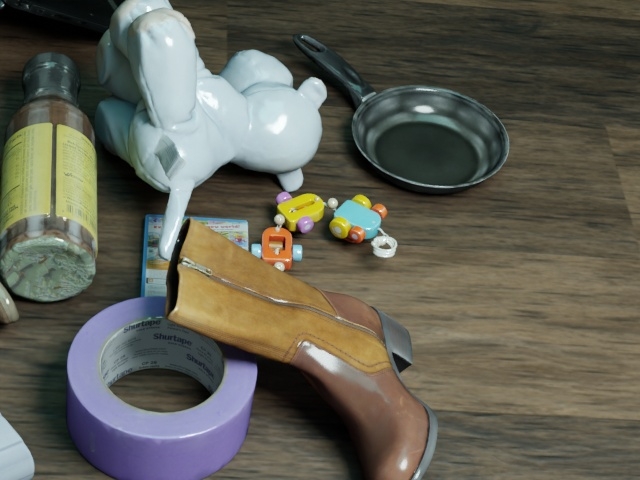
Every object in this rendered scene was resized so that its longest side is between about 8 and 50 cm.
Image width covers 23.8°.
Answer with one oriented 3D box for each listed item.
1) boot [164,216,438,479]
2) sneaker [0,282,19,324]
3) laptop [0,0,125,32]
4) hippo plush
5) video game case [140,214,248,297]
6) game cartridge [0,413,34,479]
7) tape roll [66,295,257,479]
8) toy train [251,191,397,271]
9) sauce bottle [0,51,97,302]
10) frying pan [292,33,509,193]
[{"bbox_3d":[-0.022,0.113,1.494,0.280,0.096,0.264,29,36,-25],"label":"boot"},{"bbox_3d":[-0.398,0.047,1.620,0.071,0.066,0.188,-41,57,-21],"label":"sneaker"},{"bbox_3d":[-0.482,-0.326,2.012,0.408,0.236,0.382,11,35,-44],"label":"laptop"},{"bbox_3d":[-0.111,-0.163,1.753,0.237,0.234,0.294,-7,36,-25],"label":"hippo plush"},{"bbox_3d":[-0.140,0.035,1.702,0.119,0.015,0.166,3,44,-6],"label":"video game case"},{"bbox_3d":[-0.437,0.162,1.465,0.196,0.060,0.294,-24,54,-38],"label":"game cartridge"},{"bbox_3d":[-0.161,0.150,1.532,0.189,0.080,0.189,5,44,-5],"label":"tape roll"},{"bbox_3d":[0.000,0.000,1.747,0.166,0.046,0.125,-1,46,-8],"label":"toy train"},{"bbox_3d":[-0.306,-0.084,1.726,0.111,0.111,0.344,2,44,-9],"label":"sauce bottle"},{"bbox_3d":[0.076,-0.145,1.905,0.326,0.053,0.197,20,44,13],"label":"frying pan"}]
